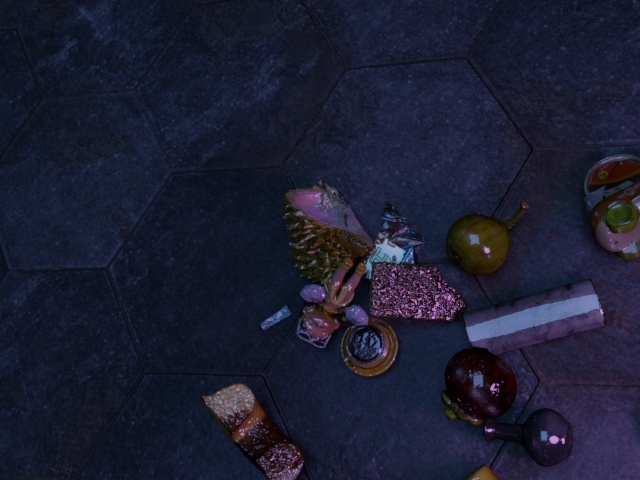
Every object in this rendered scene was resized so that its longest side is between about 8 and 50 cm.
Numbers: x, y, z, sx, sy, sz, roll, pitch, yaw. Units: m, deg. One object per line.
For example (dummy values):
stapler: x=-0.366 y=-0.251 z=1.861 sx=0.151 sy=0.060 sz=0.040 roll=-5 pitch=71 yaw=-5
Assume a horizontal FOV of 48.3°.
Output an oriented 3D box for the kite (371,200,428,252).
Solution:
kite: x=0.176 y=0.009 z=1.797 sx=0.189 sy=0.009 sz=0.232 roll=1 pitch=72 yaw=17

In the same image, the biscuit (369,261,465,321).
biscuit: x=0.230 y=0.120 z=1.660 sx=0.237 sy=0.026 sz=0.131 roll=4 pitch=90 yaw=-12

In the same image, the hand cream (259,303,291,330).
hand cream: x=-0.117 y=0.200 z=1.822 sx=0.093 sy=0.019 sz=0.030 roll=-32 pitch=64 yaw=-3

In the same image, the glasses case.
glasses case: x=0.479 y=0.179 z=1.618 sx=0.300 sy=0.060 sz=0.114 roll=-17 pitch=73 yaw=11

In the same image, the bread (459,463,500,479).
bread: x=0.283 y=0.579 z=1.523 sx=0.246 sy=0.102 sz=0.094 roll=-36 pitch=63 yaw=1

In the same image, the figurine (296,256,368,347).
figurine: x=0.027 y=0.147 z=1.693 sx=0.175 sy=0.240 sz=0.115 roll=25 pitch=40 yaw=-9

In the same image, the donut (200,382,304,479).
donut: x=-0.152 y=0.456 z=1.684 sx=0.112 sy=0.151 sz=0.295 roll=-37 pitch=84 yaw=-16

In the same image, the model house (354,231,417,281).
model house: x=0.179 y=0.072 z=1.722 sx=0.149 sy=0.100 sz=0.127 roll=30 pitch=86 yaw=17

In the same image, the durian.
durian: x=-0.010 y=0.001 z=1.784 sx=0.305 sy=0.186 sz=0.195 roll=49 pitch=126 yaw=35

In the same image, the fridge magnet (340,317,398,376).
fridge magnet: x=0.115 y=0.253 z=1.704 sx=0.143 sy=0.063 sz=0.142 roll=-7 pitch=70 yaw=19

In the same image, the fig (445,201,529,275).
fig: x=0.383 y=-0.007 z=1.683 sx=0.142 sy=0.147 sz=0.186 roll=21 pitch=40 yaw=36

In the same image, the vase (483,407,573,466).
vase: x=0.441 y=0.415 z=1.530 sx=0.183 sy=0.120 sz=0.120 roll=0 pitch=72 yaw=33

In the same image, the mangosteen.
mangosteen: x=0.337 y=0.325 z=1.557 sx=0.166 sy=0.166 sz=0.180 roll=38 pitch=95 yaw=24

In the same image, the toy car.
toy car: x=0.691 y=-0.097 z=1.623 sx=0.235 sy=0.145 sz=0.235 roll=-17 pitch=50 yaw=21
